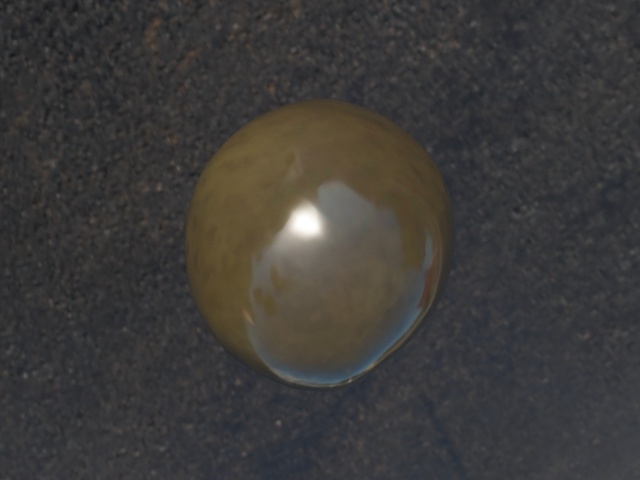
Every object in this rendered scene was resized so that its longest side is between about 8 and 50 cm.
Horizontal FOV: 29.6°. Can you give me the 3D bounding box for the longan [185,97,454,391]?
[{"bbox_3d":[0.000,0.000,0.856,0.196,0.220,0.197,11,121,19],"label":"longan"}]
